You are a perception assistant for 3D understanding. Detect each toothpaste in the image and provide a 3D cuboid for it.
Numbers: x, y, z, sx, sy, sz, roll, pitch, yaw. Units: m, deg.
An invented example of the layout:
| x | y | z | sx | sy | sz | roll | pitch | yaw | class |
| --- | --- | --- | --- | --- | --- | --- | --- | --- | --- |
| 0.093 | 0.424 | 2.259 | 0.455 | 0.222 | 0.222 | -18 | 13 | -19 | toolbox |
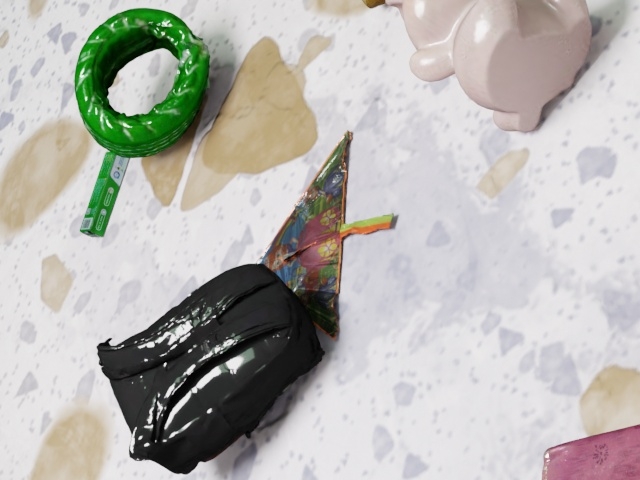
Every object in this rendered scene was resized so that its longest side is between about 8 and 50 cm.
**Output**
| x | y | z | sx | sy | sz | roll | pitch | yaw | class |
| --- | --- | --- | --- | --- | --- | --- | --- | --- | --- |
| -0.205 | -0.044 | 1.628 | 0.020 | 0.017 | 0.083 | -2 | 66 | 51 | toothpaste |

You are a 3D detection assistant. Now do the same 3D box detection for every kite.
| x | y | z | sx | sy | sz | roll | pitch | yaw | class |
| --- | --- | --- | --- | --- | --- | --- | --- | --- | --- |
| 0.000 | 0.000 | 1.373 | 0.159 | 0.010 | 0.190 | -23 | 53 | 39 | kite |

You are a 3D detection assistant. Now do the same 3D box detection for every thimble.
| x | y | z | sx | sy | sz | roll | pitch | yaw | class |
| --- | --- | --- | --- | --- | --- | --- | --- | --- | --- |
| -0.161 | -0.143 | 1.552 | 0.130 | 0.090 | 0.118 | -31 | 80 | -10 | thimble |

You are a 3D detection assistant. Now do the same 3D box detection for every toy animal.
| x | y | z | sx | sy | sz | roll | pitch | yaw | class |
| --- | --- | --- | --- | --- | --- | --- | --- | --- | --- |
| 0.103 | -0.174 | 1.277 | 0.124 | 0.124 | 0.212 | -54 | 42 | 9 | toy animal |

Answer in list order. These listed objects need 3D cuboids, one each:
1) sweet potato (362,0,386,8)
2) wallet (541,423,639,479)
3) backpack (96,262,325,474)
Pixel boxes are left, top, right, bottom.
| x | y | z | sx | sy | sz | roll | pitch | yaw | class |
| --- | --- | --- | --- | --- | --- | --- | --- | --- | --- |
| 0.123 | -0.269 | 1.359 | 0.264 | 0.057 | 0.057 | -35 | 45 | 28 | sweet potato |
| 0.227 | 0.156 | 1.005 | 0.232 | 0.025 | 0.119 | -20 | 53 | 40 | wallet |
| -0.079 | 0.098 | 1.330 | 0.165 | 0.106 | 0.120 | -30 | 54 | 7 | backpack |
